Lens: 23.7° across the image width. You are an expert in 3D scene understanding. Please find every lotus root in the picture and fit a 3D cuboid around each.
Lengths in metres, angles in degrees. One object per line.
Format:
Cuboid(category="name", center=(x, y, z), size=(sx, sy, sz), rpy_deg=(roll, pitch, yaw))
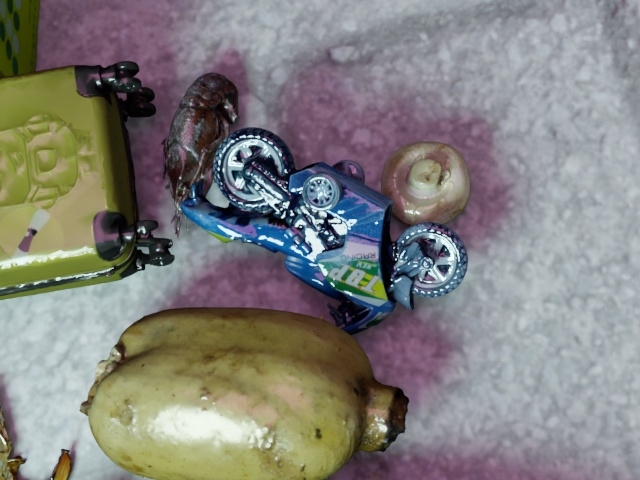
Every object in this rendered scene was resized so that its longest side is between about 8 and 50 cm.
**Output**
Cuboid(category="lotus root", center=(-0.066, 0.136, 1.314), size=(0.284, 0.146, 0.160), rpy_deg=(7, 67, 8))

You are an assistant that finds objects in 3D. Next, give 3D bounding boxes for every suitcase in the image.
Cuboid(category="suitcase", center=(-0.261, -0.047, 1.389), size=(0.235, 0.143, 0.194), rpy_deg=(-10, 75, 3))

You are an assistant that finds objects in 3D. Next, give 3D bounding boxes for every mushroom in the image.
Cuboid(category="mushroom", center=(0.096, -0.052, 1.387), size=(0.083, 0.067, 0.083), rpy_deg=(-2, 69, 4))

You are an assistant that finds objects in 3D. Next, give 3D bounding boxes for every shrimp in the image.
Cuboid(category="shrimp", center=(-0.115, -0.080, 1.426), size=(0.056, 0.065, 0.165), rpy_deg=(5, 79, 41))
Cuboid(category="shrimp", center=(-0.275, 0.187, 1.390), size=(0.091, 0.025, 0.127), rpy_deg=(-15, 79, 2))

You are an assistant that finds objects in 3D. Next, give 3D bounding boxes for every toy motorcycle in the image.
Cuboid(category="toy motorcycle", center=(0.000, 0.000, 1.357), size=(0.254, 0.092, 0.135), rpy_deg=(29, 107, 6))

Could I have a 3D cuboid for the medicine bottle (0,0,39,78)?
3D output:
Cuboid(category="medicine bottle", center=(-0.352, -0.215, 1.389), size=(0.141, 0.250, 0.137), rpy_deg=(2, 75, 5))
